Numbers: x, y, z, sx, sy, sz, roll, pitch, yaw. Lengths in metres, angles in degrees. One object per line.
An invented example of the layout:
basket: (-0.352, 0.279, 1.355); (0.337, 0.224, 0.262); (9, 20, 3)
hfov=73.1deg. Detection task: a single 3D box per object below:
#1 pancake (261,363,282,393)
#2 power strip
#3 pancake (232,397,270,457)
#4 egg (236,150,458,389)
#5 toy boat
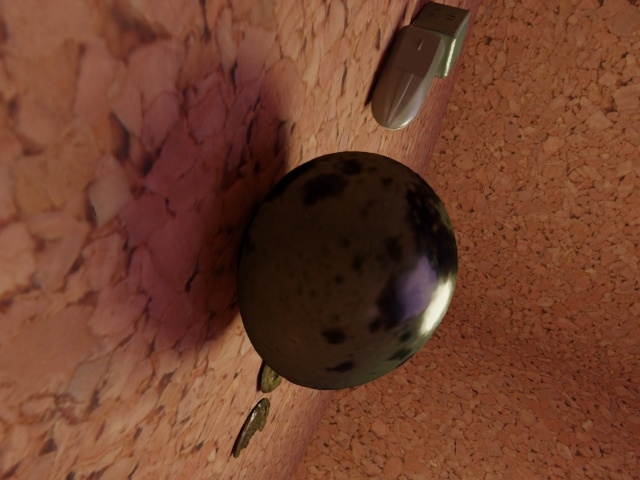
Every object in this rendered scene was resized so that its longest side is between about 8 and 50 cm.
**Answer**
pancake: (-0.104, 0.310, 1.196); (0.212, 0.029, 0.235); (77, 36, -63)
power strip: (0.354, -0.610, 1.285); (0.224, 0.140, 0.139); (-58, 160, -32)
pancake: (-0.192, 0.534, 1.222); (0.190, 0.020, 0.184); (-52, 159, -46)
egg: (0.032, 0.060, 0.720); (0.345, 0.344, 0.428); (-50, 166, -49)
toy boat: (0.215, -0.409, 1.120); (0.270, 0.140, 0.140); (-67, 165, 5)
